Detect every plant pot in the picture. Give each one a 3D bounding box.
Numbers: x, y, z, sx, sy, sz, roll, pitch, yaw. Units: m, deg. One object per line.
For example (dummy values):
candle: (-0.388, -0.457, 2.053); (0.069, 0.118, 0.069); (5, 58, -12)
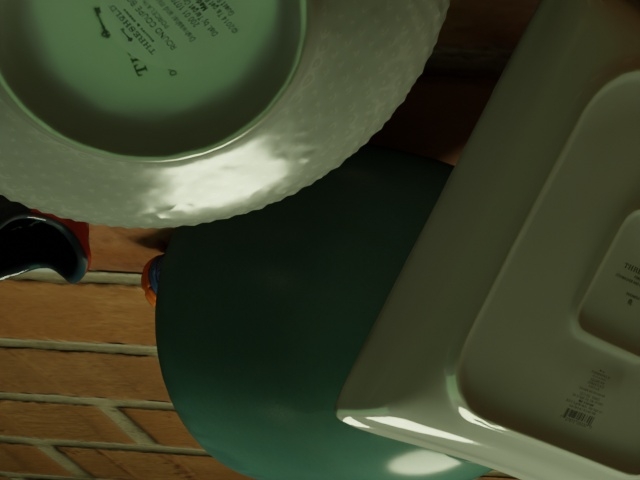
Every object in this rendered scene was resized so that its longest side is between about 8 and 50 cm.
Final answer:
plant pot: (0.055, 0.064, 1.274); (0.293, 0.293, 0.235); (23, 170, -37)

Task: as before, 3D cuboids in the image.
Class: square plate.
square plate: (0.215, 0.024, 1.163); (0.347, 0.344, 0.049); (24, -175, -38)

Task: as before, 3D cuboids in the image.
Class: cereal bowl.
cereal bowl: (-0.089, -0.142, 0.823); (0.338, 0.141, 0.339); (-2, 124, -3)

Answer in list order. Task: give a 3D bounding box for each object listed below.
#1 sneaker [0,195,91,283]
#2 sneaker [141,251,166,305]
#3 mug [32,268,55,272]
sneaker: (-0.353, 0.018, 1.365); (0.350, 0.148, 0.131); (-18, 156, -24)
sneaker: (-0.069, 0.056, 1.676); (0.221, 0.083, 0.087); (12, 154, -19)
mug: (-0.270, 0.000, 1.640); (0.062, 0.078, 0.064); (-44, 144, 23)
